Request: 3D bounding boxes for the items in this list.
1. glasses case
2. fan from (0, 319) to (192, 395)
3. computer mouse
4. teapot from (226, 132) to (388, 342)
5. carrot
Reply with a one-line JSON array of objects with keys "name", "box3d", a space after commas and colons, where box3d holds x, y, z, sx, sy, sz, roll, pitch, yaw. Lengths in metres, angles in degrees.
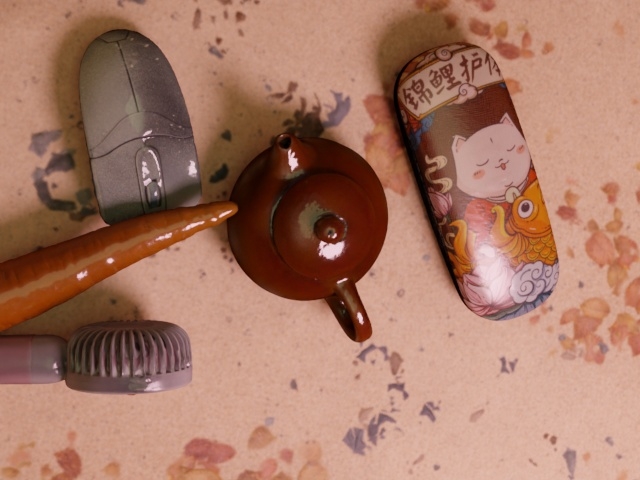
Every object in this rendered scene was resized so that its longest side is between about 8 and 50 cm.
[{"name": "glasses case", "box3d": [0.176, -0.063, 1.430, 0.122, 0.082, 0.321, -23, 105, -11]}, {"name": "fan", "box3d": [-0.254, 0.124, 1.309, 0.244, 0.130, 0.074, -1, 95, -4]}, {"name": "computer mouse", "box3d": [-0.187, -0.103, 1.313, 0.113, 0.068, 0.228, -15, 103, -14]}, {"name": "teapot", "box3d": [0.000, 0.000, 1.357, 0.178, 0.135, 0.252, -25, 104, -9]}, {"name": "carrot", "box3d": [-0.241, 0.022, 1.300, 0.336, 0.069, 0.069, -23, 105, -4]}]
